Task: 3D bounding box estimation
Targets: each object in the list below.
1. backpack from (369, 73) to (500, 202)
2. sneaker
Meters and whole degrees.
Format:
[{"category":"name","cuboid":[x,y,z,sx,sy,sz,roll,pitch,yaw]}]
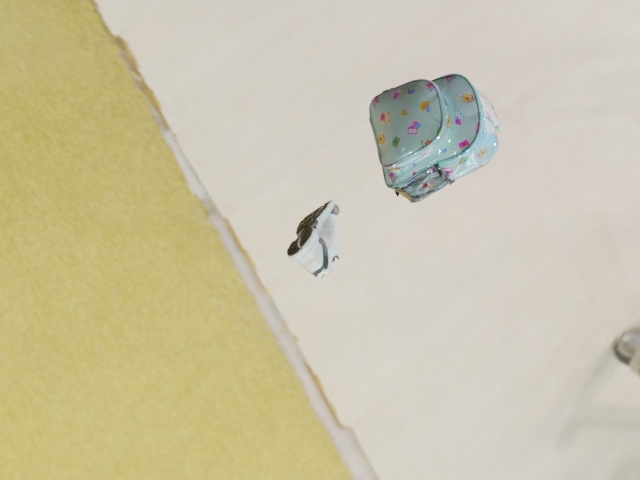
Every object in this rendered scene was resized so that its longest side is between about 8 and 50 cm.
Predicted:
[{"category":"backpack","cuboid":[0.175,-0.170,1.723,0.188,0.166,0.144,-20,151,19]},{"category":"sneaker","cuboid":[0.000,0.000,1.065,0.040,0.109,0.044,-36,105,31]}]
